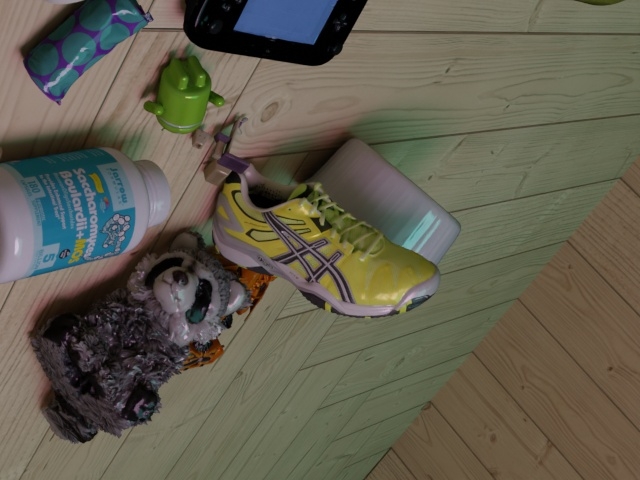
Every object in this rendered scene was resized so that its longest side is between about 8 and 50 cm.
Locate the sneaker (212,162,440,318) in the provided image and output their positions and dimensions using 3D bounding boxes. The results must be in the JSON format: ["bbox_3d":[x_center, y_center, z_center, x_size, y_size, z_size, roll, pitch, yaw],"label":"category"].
[{"bbox_3d":[0.000,0.000,1.737,0.145,0.385,0.147,-51,153,-47],"label":"sneaker"}]

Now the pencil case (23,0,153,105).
[{"bbox_3d":[-0.266,-0.227,1.294,0.152,0.064,0.070,-40,141,1],"label":"pencil case"}]

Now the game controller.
[{"bbox_3d":[-0.045,-0.313,1.475,0.319,0.067,0.166,-4,138,-55],"label":"game controller"}]

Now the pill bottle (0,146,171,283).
[{"bbox_3d":[-0.321,-0.040,1.446,0.264,0.146,0.146,-17,148,-45],"label":"pill bottle"}]

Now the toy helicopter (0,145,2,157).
[{"bbox_3d":[-0.430,-0.095,1.149,0.355,0.235,0.140,88,14,-73],"label":"toy helicopter"}]

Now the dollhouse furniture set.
[{"bbox_3d":[-0.155,-0.143,1.690,0.114,0.091,0.081,-36,-146,59],"label":"dollhouse furniture set"}]

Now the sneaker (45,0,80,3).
[{"bbox_3d":[-0.145,-0.340,1.199,0.350,0.131,0.148,-33,164,-6],"label":"sneaker"}]

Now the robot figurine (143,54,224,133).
[{"bbox_3d":[-0.181,-0.188,1.491,0.101,0.067,0.115,-15,148,-28],"label":"robot figurine"}]

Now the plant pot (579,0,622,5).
[{"bbox_3d":[0.282,-0.459,1.505,0.294,0.274,0.274,-3,140,-32],"label":"plant pot"}]

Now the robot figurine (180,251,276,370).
[{"bbox_3d":[-0.198,0.131,2.022,0.211,0.085,0.291,-9,142,-50],"label":"robot figurine"}]

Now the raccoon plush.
[{"bbox_3d":[-0.312,0.150,1.863,0.299,0.216,0.446,-43,-169,-31],"label":"raccoon plush"}]

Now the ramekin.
[{"bbox_3d":[0.108,-0.051,1.934,0.135,0.277,0.277,-49,156,4],"label":"ramekin"}]
